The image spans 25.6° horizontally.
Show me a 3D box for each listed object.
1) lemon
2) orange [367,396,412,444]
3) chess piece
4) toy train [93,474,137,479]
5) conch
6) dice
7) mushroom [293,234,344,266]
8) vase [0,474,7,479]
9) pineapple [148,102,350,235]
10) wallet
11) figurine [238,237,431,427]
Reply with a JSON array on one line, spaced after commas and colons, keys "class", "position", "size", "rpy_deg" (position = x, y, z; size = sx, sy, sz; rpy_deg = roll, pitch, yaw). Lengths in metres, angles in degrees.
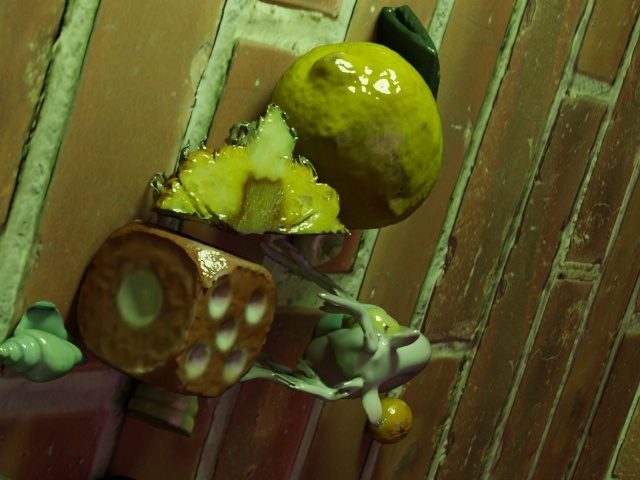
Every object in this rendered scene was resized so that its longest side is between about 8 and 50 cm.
[{"class": "lemon", "position": [0.045, -0.137, 1.841], "size": [0.233, 0.233, 0.288], "rpy_deg": [-53, 144, -22]}, {"class": "orange", "position": [0.119, 0.305, 2.385], "size": [0.083, 0.070, 0.083], "rpy_deg": [-32, 136, -37]}, {"class": "chess piece", "position": [-0.178, 0.148, 1.840], "size": [0.090, 0.090, 0.200], "rpy_deg": [47, 59, -56]}, {"class": "toy train", "position": [-0.290, 0.373, 1.798], "size": [0.228, 0.091, 0.136], "rpy_deg": [10, 91, -57]}, {"class": "conch", "position": [-0.326, 0.121, 1.614], "size": [0.065, 0.088, 0.180], "rpy_deg": [-28, 166, 20]}, {"class": "dice", "position": [-0.173, 0.081, 1.702], "size": [0.179, 0.174, 0.175], "rpy_deg": [13, 97, -60]}, {"class": "mushroom", "position": [0.000, 0.000, 2.010], "size": [0.083, 0.067, 0.083], "rpy_deg": [-34, 144, -30]}, {"class": "vase", "position": [-0.408, 0.311, 1.539], "size": [0.251, 0.156, 0.301], "rpy_deg": [-44, 151, -7]}, {"class": "pineapple", "position": [-0.103, -0.084, 1.741], "size": [0.250, 0.140, 0.164], "rpy_deg": [-1, 87, -26]}, {"class": "wallet", "position": [0.122, -0.195, 1.990], "size": [0.052, 0.168, 0.245], "rpy_deg": [-8, 125, -17]}, {"class": "figurine", "position": [0.012, 0.152, 1.995], "size": [0.315, 0.284, 0.206], "rpy_deg": [86, 28, -83]}]
